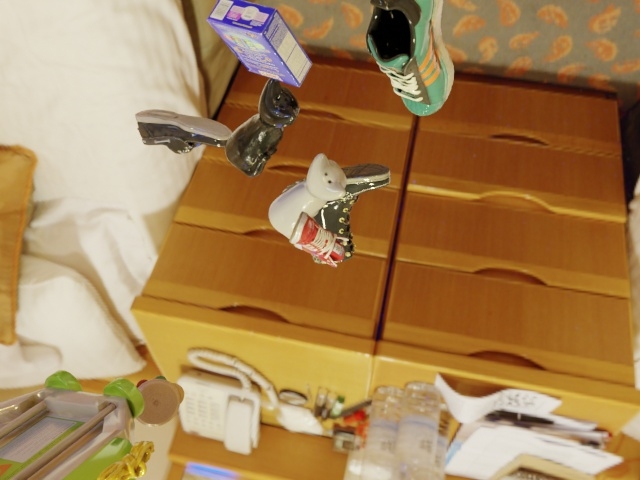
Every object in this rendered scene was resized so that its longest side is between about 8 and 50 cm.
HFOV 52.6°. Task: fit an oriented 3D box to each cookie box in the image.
[{"bbox_3d":[-0.073,-0.244,0.797,0.092,0.040,0.107,25,170,30],"label":"cookie box"}]

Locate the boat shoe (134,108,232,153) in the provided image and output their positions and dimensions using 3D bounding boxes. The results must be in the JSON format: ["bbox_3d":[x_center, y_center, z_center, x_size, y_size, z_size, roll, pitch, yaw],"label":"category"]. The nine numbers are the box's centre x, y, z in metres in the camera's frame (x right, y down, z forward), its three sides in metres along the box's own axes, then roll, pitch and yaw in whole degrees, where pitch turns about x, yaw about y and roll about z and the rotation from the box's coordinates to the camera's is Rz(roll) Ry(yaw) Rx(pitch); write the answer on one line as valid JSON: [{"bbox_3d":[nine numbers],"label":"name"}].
[{"bbox_3d":[-0.283,-0.220,1.358,0.233,0.084,0.079,13,117,24],"label":"boat shoe"}]

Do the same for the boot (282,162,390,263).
[{"bbox_3d":[0.053,-0.053,1.313,0.236,0.085,0.178,-9,110,30],"label":"boot"}]

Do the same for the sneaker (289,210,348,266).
[{"bbox_3d":[0.000,0.000,0.798,0.067,0.042,0.118,25,175,6],"label":"sneaker"}]

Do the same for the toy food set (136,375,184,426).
[{"bbox_3d":[-0.275,0.268,1.079,0.082,0.083,0.020,32,172,-20],"label":"toy food set"}]

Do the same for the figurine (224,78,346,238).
[{"bbox_3d":[-0.047,-0.122,1.008,0.215,0.092,0.209,56,155,3],"label":"figurine"}]

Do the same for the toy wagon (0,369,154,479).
[{"bbox_3d":[-0.320,0.249,0.725,0.344,0.267,0.068,-2,110,32],"label":"toy wagon"}]

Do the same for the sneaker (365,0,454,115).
[{"bbox_3d":[0.126,-0.286,0.988,0.108,0.121,0.302,29,159,29],"label":"sneaker"}]
